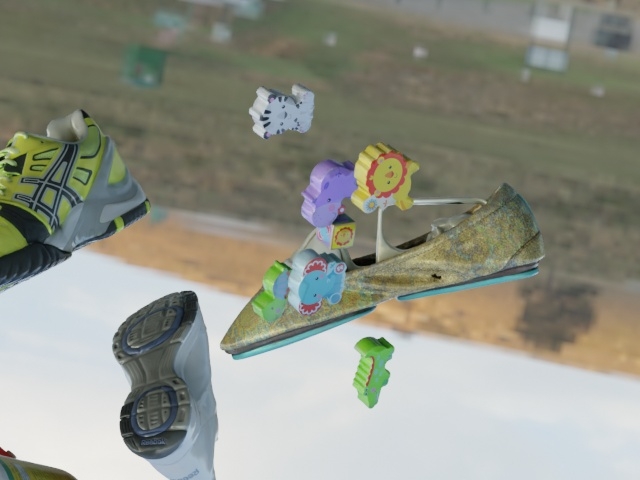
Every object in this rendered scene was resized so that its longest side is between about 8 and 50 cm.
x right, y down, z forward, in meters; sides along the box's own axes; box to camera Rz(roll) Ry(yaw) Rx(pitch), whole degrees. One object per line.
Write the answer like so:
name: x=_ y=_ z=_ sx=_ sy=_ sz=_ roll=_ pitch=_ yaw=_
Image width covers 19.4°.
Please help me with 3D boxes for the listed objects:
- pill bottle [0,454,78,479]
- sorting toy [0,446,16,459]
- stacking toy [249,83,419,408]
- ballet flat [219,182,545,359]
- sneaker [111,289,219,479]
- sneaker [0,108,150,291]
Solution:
pill bottle: x=-0.310 y=0.287 z=1.939 sx=0.117 sy=0.117 sz=0.208 roll=15 pitch=174 yaw=31
sorting toy: x=-0.404 y=0.300 z=2.241 sx=0.255 sy=0.089 sz=0.257 roll=49 pitch=159 yaw=-21
stacking toy: x=0.000 y=0.000 z=1.473 sx=0.052 sy=0.221 sz=0.167 roll=-10 pitch=-151 yaw=-31
ballet flat: x=0.053 y=0.023 z=1.922 sx=0.348 sy=0.123 sz=0.123 roll=-16 pitch=-173 yaw=2
sneaker: x=-0.174 y=0.177 z=2.200 sx=0.111 sy=0.129 sz=0.297 roll=-18 pitch=-142 yaw=14
sneaker: x=-0.333 y=-0.028 z=1.999 sx=0.145 sy=0.147 sz=0.384 roll=-23 pitch=-173 yaw=27
